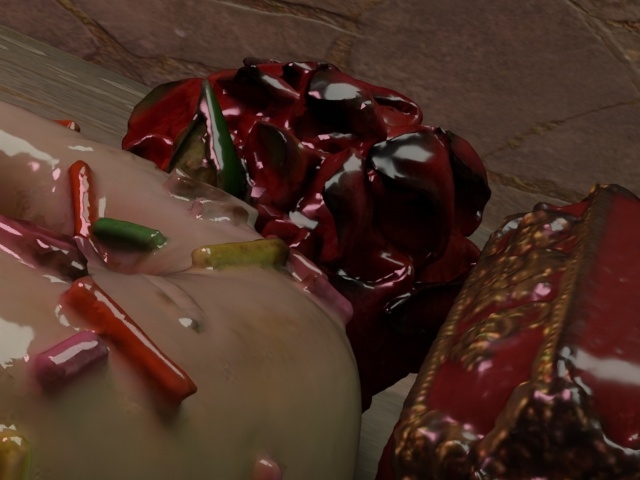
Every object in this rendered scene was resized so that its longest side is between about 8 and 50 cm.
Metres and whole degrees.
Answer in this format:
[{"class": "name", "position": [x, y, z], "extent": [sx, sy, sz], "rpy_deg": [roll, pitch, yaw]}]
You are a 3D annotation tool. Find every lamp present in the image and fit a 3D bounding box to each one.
[{"class": "lamp", "position": [0.120, 0.086, 0.553], "extent": [0.177, 0.177, 0.274], "rpy_deg": [25, 29, 5]}]

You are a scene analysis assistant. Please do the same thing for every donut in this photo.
[{"class": "donut", "position": [-0.153, 0.022, 0.451], "extent": [0.383, 0.142, 0.382], "rpy_deg": [23, 8, -4]}]

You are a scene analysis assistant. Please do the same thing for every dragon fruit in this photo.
[{"class": "dragon fruit", "position": [0.000, 0.000, 0.734], "extent": [0.234, 0.233, 0.293], "rpy_deg": [29, 15, 28]}]
